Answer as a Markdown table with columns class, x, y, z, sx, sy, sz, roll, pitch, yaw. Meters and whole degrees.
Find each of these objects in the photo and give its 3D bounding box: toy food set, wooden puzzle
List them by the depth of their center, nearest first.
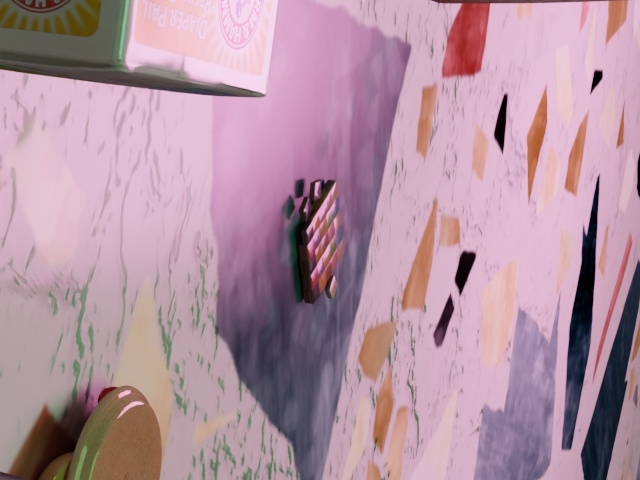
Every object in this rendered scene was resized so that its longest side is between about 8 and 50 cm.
| class | x | y | z | sx | sy | sz | roll | pitch | yaw |
| --- | --- | --- | --- | --- | --- | --- | --- | --- | --- |
| toy food set | -0.089 | 0.100 | 0.712 | 0.082 | 0.020 | 0.083 | 73 | 31 | -52 |
| wooden puzzle | 0.000 | 0.000 | 0.945 | 0.049 | 0.006 | 0.083 | -59 | 151 | -48 |

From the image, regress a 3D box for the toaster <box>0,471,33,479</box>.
| class | x | y | z | sx | sy | sz | roll | pitch | yaw |
| --- | --- | --- | --- | --- | --- | --- | --- | --- | --- |
| toaster | -0.114 | 0.130 | 0.459 | 0.227 | 0.146 | 0.129 | -17 | 115 | -69 |

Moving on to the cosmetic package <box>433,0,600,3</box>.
| class | x | y | z | sx | sy | sz | roll | pitch | yaw |
| --- | --- | --- | --- | --- | --- | --- | --- | --- | --- |
| cosmetic package | 0.042 | -0.192 | 0.710 | 0.296 | 0.129 | 0.153 | 8 | 85 | -62 |

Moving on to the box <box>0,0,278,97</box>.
| class | x | y | z | sx | sy | sz | roll | pitch | yaw |
| --- | --- | --- | --- | --- | --- | --- | --- | --- | --- |
| box | -0.069 | -0.150 | 0.531 | 0.114 | 0.103 | 0.203 | 3 | 95 | -70 |
